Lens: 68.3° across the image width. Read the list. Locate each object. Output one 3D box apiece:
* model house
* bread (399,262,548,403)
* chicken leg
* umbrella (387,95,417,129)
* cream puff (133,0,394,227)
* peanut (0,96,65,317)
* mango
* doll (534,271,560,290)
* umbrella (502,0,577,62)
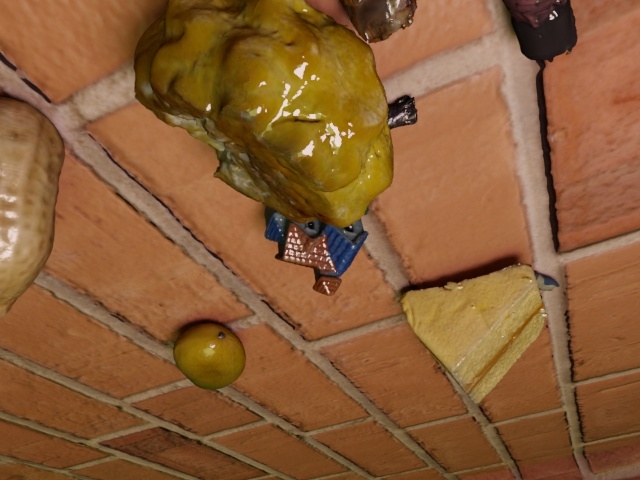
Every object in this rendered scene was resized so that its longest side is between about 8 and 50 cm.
[{"bbox_3d":[0.000,0.000,0.671,0.149,0.148,0.119,12,135,-24],"label":"model house"},{"bbox_3d":[0.308,0.149,0.926,0.236,0.198,0.263,-40,139,-1],"label":"bread"},{"bbox_3d":[0.039,-0.279,0.423,0.085,0.068,0.197,-3,139,34],"label":"chicken leg"},{"bbox_3d":[0.052,-0.143,0.595,0.144,0.037,0.040,-17,143,9],"label":"umbrella"},{"bbox_3d":[-0.039,-0.145,0.481,0.282,0.185,0.282,29,169,6],"label":"cream puff"},{"bbox_3d":[-0.371,-0.035,0.544,0.122,0.252,0.137,5,176,-44],"label":"peanut"},{"bbox_3d":[-0.220,0.246,0.977,0.137,0.091,0.237,-2,146,4],"label":"mango"},{"bbox_3d":[0.412,0.077,0.906,0.125,0.027,0.037,18,139,-26],"label":"doll"},{"bbox_3d":[0.167,-0.291,0.399,0.094,0.090,0.326,-29,135,19],"label":"umbrella"}]
